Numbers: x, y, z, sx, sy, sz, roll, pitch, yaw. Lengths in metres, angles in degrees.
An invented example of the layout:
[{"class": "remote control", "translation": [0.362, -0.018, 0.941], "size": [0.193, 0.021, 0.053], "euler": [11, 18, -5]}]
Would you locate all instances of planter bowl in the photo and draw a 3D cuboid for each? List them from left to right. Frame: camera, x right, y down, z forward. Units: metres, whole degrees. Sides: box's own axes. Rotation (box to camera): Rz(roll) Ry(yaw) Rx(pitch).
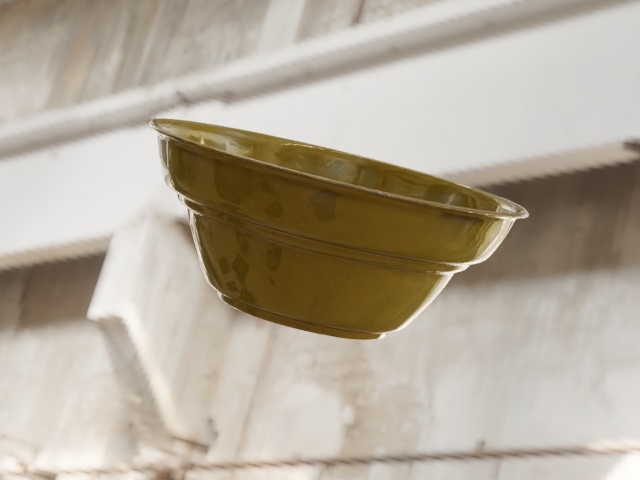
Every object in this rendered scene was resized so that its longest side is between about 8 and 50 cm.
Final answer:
[{"class": "planter bowl", "translation": [0.000, 0.000, 0.932], "size": [0.217, 0.090, 0.217], "euler": [13, 8, -2]}]
